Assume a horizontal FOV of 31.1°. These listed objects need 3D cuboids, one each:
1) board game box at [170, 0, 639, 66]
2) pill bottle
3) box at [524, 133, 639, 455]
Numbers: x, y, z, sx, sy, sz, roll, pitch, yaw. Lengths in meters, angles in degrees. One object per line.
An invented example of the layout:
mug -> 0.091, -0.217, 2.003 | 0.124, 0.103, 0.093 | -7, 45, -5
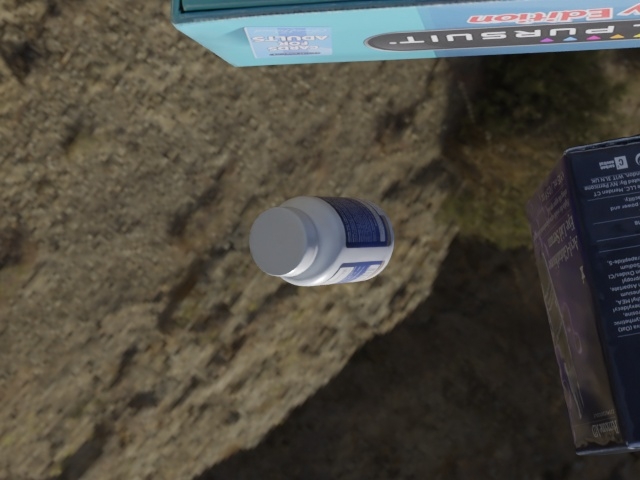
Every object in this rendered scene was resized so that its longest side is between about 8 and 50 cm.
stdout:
board game box -> 0.084, -0.231, 0.359 | 0.079, 0.254, 0.336 | 9, 81, -79
pill bottle -> 0.000, 0.000, 0.861 | 0.120, 0.067, 0.067 | -1, 122, -59
box -> 0.229, 0.044, 0.821 | 0.108, 0.207, 0.153 | -9, 167, -2
